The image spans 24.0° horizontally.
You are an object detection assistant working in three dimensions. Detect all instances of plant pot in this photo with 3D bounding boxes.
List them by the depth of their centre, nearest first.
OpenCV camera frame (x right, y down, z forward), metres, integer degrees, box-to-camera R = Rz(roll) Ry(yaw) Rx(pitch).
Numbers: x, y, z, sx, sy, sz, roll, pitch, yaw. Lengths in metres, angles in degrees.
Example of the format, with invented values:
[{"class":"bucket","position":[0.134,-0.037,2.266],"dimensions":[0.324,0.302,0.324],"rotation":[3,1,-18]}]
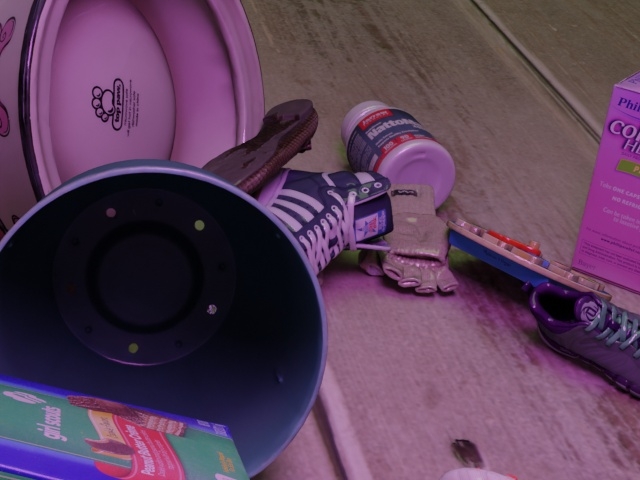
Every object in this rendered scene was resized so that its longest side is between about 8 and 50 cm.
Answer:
[{"class":"plant pot","position":[-0.154,0.058,1.340],"dimensions":[0.293,0.293,0.235],"rotation":[4,12,-9]}]

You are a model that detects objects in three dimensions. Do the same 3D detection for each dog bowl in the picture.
[{"class":"dog bowl","position":[-0.230,-0.138,1.614],"dimensions":[0.150,0.408,0.408],"rotation":[1,19,31]}]

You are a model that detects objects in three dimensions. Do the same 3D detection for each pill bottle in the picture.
[{"class":"pill bottle","position":[0.093,-0.112,1.957],"dimensions":[0.108,0.108,0.180],"rotation":[-2,27,-21]}]

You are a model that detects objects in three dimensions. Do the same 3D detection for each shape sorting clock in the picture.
[{"class":"shape sorting clock","position":[0.240,0.020,1.729],"dimensions":[0.206,0.040,0.206],"rotation":[22,8,-3]}]

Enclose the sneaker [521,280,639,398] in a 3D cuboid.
[{"class":"sneaker","position":[0.309,0.104,1.562],"dimensions":[0.224,0.083,0.098],"rotation":[18,-15,36]}]

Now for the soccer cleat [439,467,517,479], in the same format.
[{"class":"soccer cleat","position":[0.170,0.253,1.266],"dimensions":[0.196,0.068,0.076],"rotation":[28,35,31]}]

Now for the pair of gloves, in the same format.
[{"class":"pair of gloves","position":[0.033,0.001,1.772],"dimensions":[0.240,0.042,0.204],"rotation":[-3,33,-8]}]

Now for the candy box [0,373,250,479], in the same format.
[{"class":"candy box","position":[-0.217,0.182,1.090],"dimensions":[0.317,0.122,0.268],"rotation":[14,5,-11]}]

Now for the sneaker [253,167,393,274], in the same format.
[{"class":"sneaker","position":[0.000,0.000,1.642],"dimensions":[0.153,0.099,0.282],"rotation":[2,30,5]}]

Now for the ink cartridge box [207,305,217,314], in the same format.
[{"class":"ink cartridge box","position":[-0.128,0.028,1.590],"dimensions":[0.029,0.115,0.063],"rotation":[-15,11,35]}]

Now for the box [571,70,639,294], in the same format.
[{"class":"box","position":[0.424,-0.085,1.842],"dimensions":[0.117,0.243,0.213],"rotation":[21,28,26]}]

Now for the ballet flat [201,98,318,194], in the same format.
[{"class":"ballet flat","position":[-0.066,-0.086,1.671],"dimensions":[0.084,0.058,0.250],"rotation":[-1,27,26]}]
